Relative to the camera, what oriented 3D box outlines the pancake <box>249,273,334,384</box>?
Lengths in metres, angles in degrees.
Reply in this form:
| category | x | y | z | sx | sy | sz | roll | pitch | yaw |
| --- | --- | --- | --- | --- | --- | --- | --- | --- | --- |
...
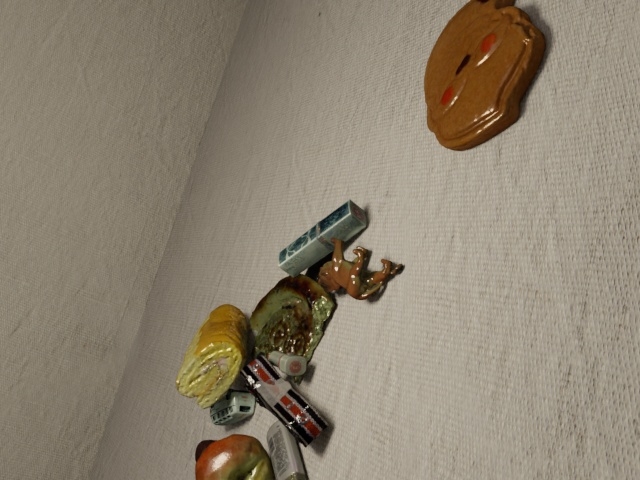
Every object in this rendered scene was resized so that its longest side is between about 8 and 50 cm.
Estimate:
| category | x | y | z | sx | sy | sz | roll | pitch | yaw |
| --- | --- | --- | --- | --- | --- | --- | --- | --- | --- |
| pancake | -0.110 | 0.241 | 2.101 | 0.427 | 0.067 | 0.304 | 10 | 82 | 59 |

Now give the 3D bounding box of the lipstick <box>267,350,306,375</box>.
| category | x | y | z | sx | sy | sz | roll | pitch | yaw |
| --- | --- | --- | --- | --- | --- | --- | --- | --- | --- |
| lipstick | -0.107 | 0.334 | 1.978 | 0.186 | 0.063 | 0.057 | 0 | 87 | 63 |

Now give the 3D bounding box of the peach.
| category | x | y | z | sx | sy | sz | roll | pitch | yaw |
| --- | --- | --- | --- | --- | --- | --- | --- | --- | --- |
| peach | -0.232 | 0.632 | 1.915 | 0.235 | 0.214 | 0.214 | 134 | 151 | -72 |

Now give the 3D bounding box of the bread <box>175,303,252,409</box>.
| category | x | y | z | sx | sy | sz | roll | pitch | yaw |
| --- | --- | --- | --- | --- | --- | --- | --- | --- | --- |
| bread | -0.326 | 0.353 | 2.257 | 0.236 | 0.165 | 0.375 | -52 | 10 | 5 |

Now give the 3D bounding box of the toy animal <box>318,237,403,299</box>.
| category | x | y | z | sx | sy | sz | roll | pitch | yaw |
| --- | --- | --- | --- | --- | --- | --- | --- | --- | --- |
| toy animal | 0.081 | 0.090 | 1.853 | 0.312 | 0.097 | 0.157 | 28 | 102 | 62 |

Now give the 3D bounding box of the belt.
| category | x | y | z | sx | sy | sz | roll | pitch | yaw |
| --- | --- | --- | --- | --- | --- | --- | --- | --- | --- |
| belt | -0.103 | 0.422 | 1.876 | 0.094 | 0.126 | 0.359 | -34 | 27 | -18 |

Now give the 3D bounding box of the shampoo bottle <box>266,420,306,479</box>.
| category | x | y | z | sx | sy | sz | roll | pitch | yaw |
| --- | --- | --- | --- | --- | --- | --- | --- | --- | --- |
| shampoo bottle | -0.088 | 0.571 | 1.838 | 0.086 | 0.056 | 0.227 | -55 | 29 | 18 |

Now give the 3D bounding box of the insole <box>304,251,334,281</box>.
| category | x | y | z | sx | sy | sz | roll | pitch | yaw |
| --- | --- | --- | --- | --- | --- | --- | --- | --- | --- |
| insole | 0.009 | 0.053 | 2.094 | 0.309 | 0.012 | 0.110 | -62 | 32 | 14 |

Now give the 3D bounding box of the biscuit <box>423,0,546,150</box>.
| category | x | y | z | sx | sy | sz | roll | pitch | yaw |
| --- | --- | --- | --- | --- | --- | --- | --- | --- | --- |
| biscuit | 0.371 | -0.410 | 1.709 | 0.349 | 0.078 | 0.455 | -55 | 29 | 33 |

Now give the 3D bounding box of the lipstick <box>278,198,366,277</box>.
| category | x | y | z | sx | sy | sz | roll | pitch | yaw |
| --- | --- | --- | --- | --- | --- | --- | --- | --- | --- |
| lipstick | 0.000 | 0.000 | 2.012 | 0.290 | 0.076 | 0.077 | -37 | 33 | 27 |

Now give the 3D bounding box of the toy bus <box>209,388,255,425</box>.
| category | x | y | z | sx | sy | sz | roll | pitch | yaw |
| --- | --- | --- | --- | --- | --- | --- | --- | --- | --- |
| toy bus | -0.277 | 0.521 | 2.206 | 0.194 | 0.087 | 0.089 | -35 | 51 | 46 |

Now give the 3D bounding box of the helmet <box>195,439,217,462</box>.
| category | x | y | z | sx | sy | sz | roll | pitch | yaw |
| --- | --- | --- | --- | --- | --- | --- | --- | --- | --- |
| helmet | -0.357 | 0.682 | 2.248 | 0.098 | 0.070 | 0.123 | -64 | 25 | 7 |
